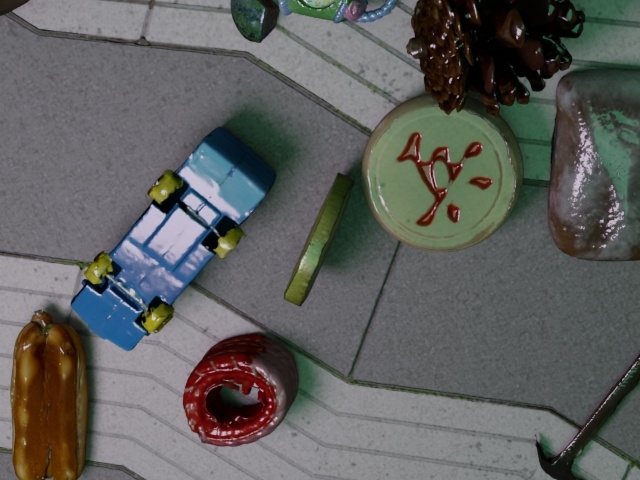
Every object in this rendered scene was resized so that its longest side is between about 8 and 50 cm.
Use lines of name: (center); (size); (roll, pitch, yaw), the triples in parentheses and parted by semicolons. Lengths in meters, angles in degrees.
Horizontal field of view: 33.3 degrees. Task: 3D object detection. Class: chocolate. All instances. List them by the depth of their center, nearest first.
chocolate: (0.443, -0.106, 1.625); (0.185, 0.100, 0.303); (3, 105, 11)

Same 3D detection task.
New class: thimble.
thimble: (-0.134, 0.251, 1.809); (0.189, 0.125, 0.163); (-28, 99, 16)

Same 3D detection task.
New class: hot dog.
hot dog: (-0.475, 0.277, 1.883); (0.135, 0.100, 0.337); (3, 110, -2)

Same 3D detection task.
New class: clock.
clock: (0.036, -0.418, 1.579); (0.195, 0.100, 0.194); (2, 112, 10)

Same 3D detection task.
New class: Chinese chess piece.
Chinese chess piece: (0.187, -0.106, 1.657); (0.250, 0.103, 0.249); (2, 106, 7)

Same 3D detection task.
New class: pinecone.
pinecone: (0.248, -0.307, 1.513); (0.264, 0.264, 0.264); (3, 108, 8)

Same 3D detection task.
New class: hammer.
hammer: (0.471, 0.285, 1.782); (0.125, 0.027, 0.297); (32, 110, -8)

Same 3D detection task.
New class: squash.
squash: (-0.005, -0.002, 1.657); (0.041, 0.219, 0.219); (23, 110, 2)

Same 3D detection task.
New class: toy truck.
toy truck: (-0.236, 0.002, 1.722); (0.161, 0.162, 0.385); (39, 110, -6)

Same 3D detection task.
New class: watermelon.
watermelon: (-0.097, -0.354, 1.634); (0.072, 0.092, 0.084); (-44, 110, -20)

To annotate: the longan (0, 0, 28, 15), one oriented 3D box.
longan: (-0.499, -0.445, 1.585); (0.246, 0.215, 0.246); (15, 128, 20)
